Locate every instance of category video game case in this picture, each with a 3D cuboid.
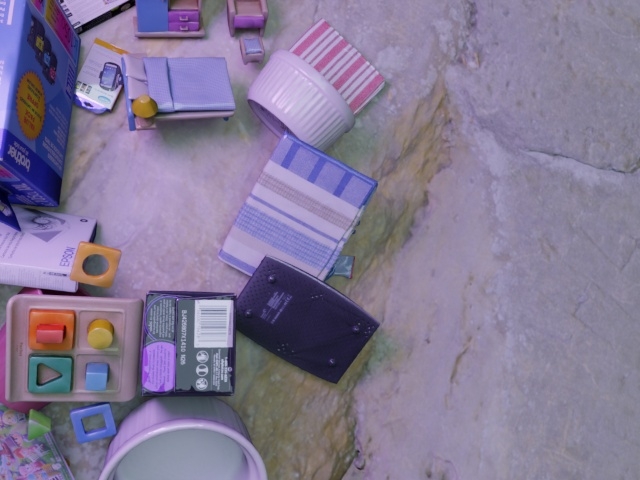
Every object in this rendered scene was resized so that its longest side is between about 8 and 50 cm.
[{"bbox_3d":[-0.524,0.335,1.091,0.193,0.023,0.212,-4,44,-47],"label":"video game case"}]

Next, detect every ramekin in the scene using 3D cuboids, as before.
[{"bbox_3d":[-0.044,-0.252,1.304,0.207,0.207,0.109,42,86,-6],"label":"ramekin"},{"bbox_3d":[-0.236,0.393,1.160,0.277,0.135,0.277,-5,111,-14],"label":"ramekin"}]

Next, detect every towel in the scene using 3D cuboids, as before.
[{"bbox_3d":[0.023,-0.349,1.421,0.197,0.029,0.144,44,75,-2],"label":"towel"},{"bbox_3d":[-0.044,-0.035,1.281,0.209,0.034,0.285,27,107,-10],"label":"towel"}]

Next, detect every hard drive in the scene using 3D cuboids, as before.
[{"bbox_3d":[-0.034,0.146,1.295,0.254,0.054,0.172,31,105,-10],"label":"hard drive"}]

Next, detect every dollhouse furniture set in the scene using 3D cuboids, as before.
[{"bbox_3d":[-0.212,-0.360,1.222,0.286,0.198,0.304,-5,62,-14],"label":"dollhouse furniture set"}]

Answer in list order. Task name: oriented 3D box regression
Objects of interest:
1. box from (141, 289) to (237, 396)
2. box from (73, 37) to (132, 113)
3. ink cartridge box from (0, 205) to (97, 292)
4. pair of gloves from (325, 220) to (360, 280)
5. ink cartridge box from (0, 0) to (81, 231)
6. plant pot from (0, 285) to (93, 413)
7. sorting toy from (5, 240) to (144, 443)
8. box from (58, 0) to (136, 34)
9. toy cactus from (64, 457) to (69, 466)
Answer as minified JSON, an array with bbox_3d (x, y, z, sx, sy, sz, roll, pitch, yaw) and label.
[{"bbox_3d":[-0.228,0.173,1.163,0.143,0.270,0.165,3,83,-14],"label":"box"},{"bbox_3d":[-0.417,-0.308,1.304,0.081,0.028,0.136,23,80,-10],"label":"box"},{"bbox_3d":[-0.505,0.006,1.149,0.223,0.223,0.045,7,113,-13],"label":"ink cartridge box"},{"bbox_3d":[0.000,0.000,1.371,0.159,0.023,0.198,8,85,-15],"label":"pair of gloves"},{"bbox_3d":[-0.524,-0.219,1.125,0.151,0.270,0.396,5,79,-2],"label":"ink cartridge box"},{"bbox_3d":[-0.462,0.184,1.154,0.180,0.201,0.201,-45,95,1],"label":"plant pot"},{"bbox_3d":[-0.373,0.171,1.040,0.195,0.047,0.348,2,109,-20],"label":"sorting toy"},{"bbox_3d":[-0.428,-0.488,1.318,0.207,0.036,0.114,-34,92,-16],"label":"box"},{"bbox_3d":[-0.511,0.451,1.154,0.180,0.112,0.219,-4,92,-5],"label":"toy cactus"}]
